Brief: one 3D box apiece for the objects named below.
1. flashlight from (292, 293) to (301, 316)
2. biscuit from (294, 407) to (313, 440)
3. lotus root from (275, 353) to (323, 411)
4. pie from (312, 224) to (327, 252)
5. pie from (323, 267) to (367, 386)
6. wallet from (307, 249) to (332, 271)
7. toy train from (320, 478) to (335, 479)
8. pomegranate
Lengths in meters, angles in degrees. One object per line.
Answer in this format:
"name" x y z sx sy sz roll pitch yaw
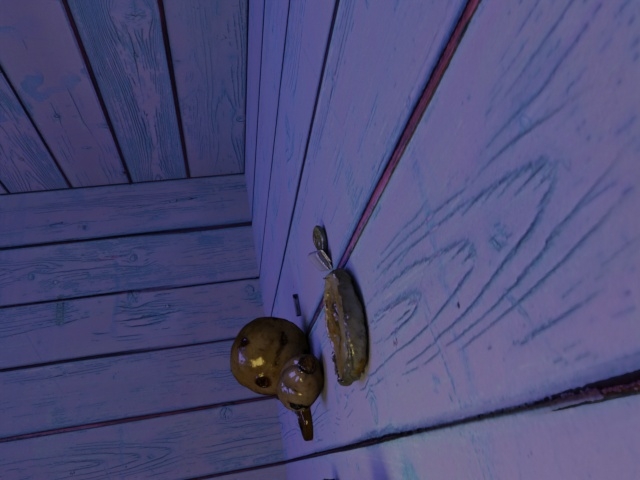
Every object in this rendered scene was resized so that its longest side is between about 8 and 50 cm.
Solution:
"flashlight" -0.088 0.238 2.123 0.018 0.018 0.083 106 155 -63
"biscuit" -0.090 0.551 2.198 0.283 0.064 0.432 157 106 -79
"lotus root" -0.060 0.444 1.791 0.257 0.140 0.154 113 164 -50
"pie" 0.000 0.002 1.515 0.084 0.021 0.084 167 90 -73
"pie" 0.048 0.196 1.289 0.274 0.055 0.274 174 90 -79
"wallet" 0.000 0.054 1.503 0.061 0.025 0.122 56 167 -3
"toy train" 0.025 0.803 1.702 0.132 0.083 0.200 142 122 -81
"pomegranate" -0.173 0.401 1.993 0.281 0.281 0.281 174 90 -79
